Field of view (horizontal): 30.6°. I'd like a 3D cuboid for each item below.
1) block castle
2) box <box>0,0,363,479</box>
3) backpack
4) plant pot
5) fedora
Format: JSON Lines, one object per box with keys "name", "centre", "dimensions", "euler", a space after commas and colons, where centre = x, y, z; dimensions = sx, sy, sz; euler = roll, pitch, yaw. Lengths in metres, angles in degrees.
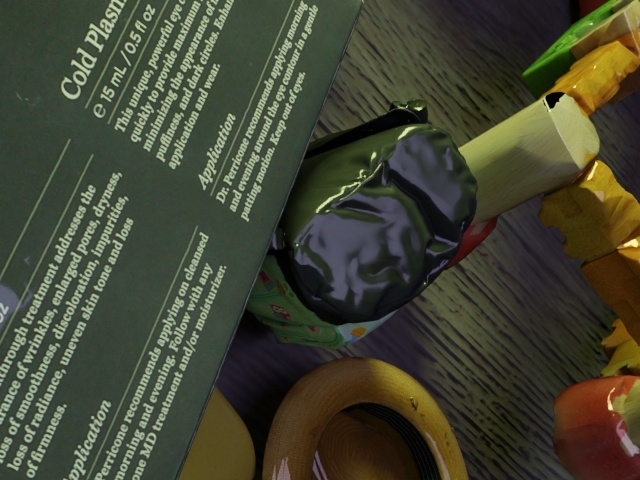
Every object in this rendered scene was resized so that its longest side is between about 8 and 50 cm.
{"name": "block castle", "centre": [0.262, -0.044, 0.939], "dimensions": [0.303, 0.213, 0.453], "euler": [51, 48, -7]}
{"name": "box", "centre": [-0.189, -0.060, 0.581], "dimensions": [0.312, 0.179, 0.343], "euler": [37, 61, -30]}
{"name": "backpack", "centre": [0.000, 0.000, 0.727], "dimensions": [0.152, 0.182, 0.115], "euler": [-36, 102, -26]}
{"name": "plant pot", "centre": [-0.086, 0.135, 0.700], "dimensions": [0.083, 0.081, 0.081], "euler": [49, 55, -35]}
{"name": "fedora", "centre": [0.018, 0.177, 0.777], "dimensions": [0.194, 0.079, 0.194], "euler": [13, 68, -35]}
